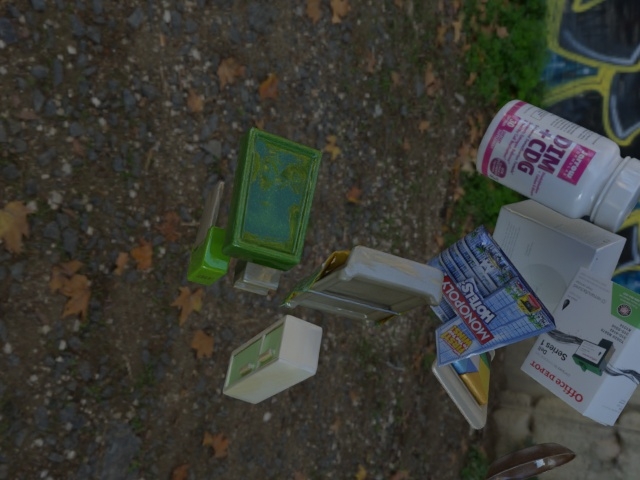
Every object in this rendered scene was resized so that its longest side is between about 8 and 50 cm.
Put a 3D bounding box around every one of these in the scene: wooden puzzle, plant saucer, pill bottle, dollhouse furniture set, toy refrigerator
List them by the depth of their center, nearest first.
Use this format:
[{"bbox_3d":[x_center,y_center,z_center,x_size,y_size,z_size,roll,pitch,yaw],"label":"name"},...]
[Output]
[{"bbox_3d":[0.000,0.000,0.873,0.302,0.197,0.151,17,67,-21],"label":"dollhouse furniture set"},{"bbox_3d":[0.453,-0.139,1.223,0.160,0.283,0.160,-41,150,-31],"label":"pill bottle"},{"bbox_3d":[0.429,0.461,1.355,0.198,0.199,0.036,48,22,-55],"label":"plant saucer"},{"bbox_3d":[-0.109,0.254,1.367,0.094,0.269,0.102,25,55,-22],"label":"toy refrigerator"},{"bbox_3d":[0.341,0.274,1.500,0.221,0.044,0.238,54,37,-22],"label":"wooden puzzle"}]

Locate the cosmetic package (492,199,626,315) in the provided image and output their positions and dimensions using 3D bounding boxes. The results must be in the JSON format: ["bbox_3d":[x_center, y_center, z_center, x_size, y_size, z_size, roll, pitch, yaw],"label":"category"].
[{"bbox_3d":[0.480,0.060,1.384,0.138,0.225,0.224,-14,124,-41],"label":"cosmetic package"}]

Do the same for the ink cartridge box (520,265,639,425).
[{"bbox_3d":[0.474,0.180,1.123,0.093,0.160,0.219,24,97,-32],"label":"ink cartridge box"}]

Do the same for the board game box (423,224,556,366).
[{"bbox_3d":[0.242,0.109,1.065,0.194,0.194,0.060,53,19,1],"label":"board game box"}]
